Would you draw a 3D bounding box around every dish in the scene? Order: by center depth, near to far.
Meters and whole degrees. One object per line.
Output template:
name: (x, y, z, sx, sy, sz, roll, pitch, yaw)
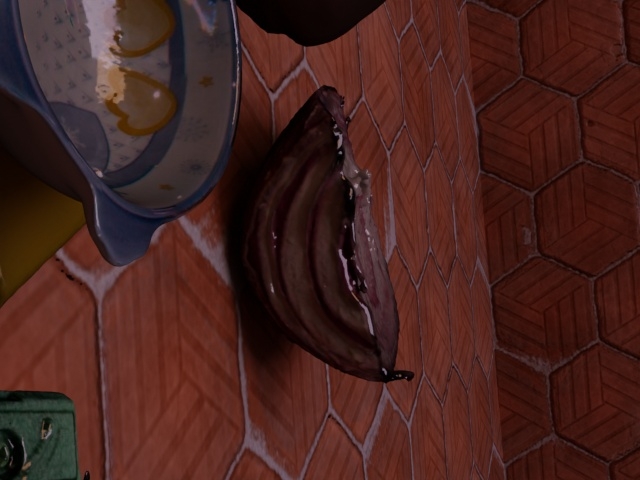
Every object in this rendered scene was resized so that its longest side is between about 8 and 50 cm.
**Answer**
dish: (-0.125, -0.116, 0.454, 0.228, 0.086, 0.236, 62, 30, -46)

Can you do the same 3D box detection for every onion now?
onion: (0.000, 0.000, 1.010, 0.280, 0.146, 0.314, -63, 137, -79)

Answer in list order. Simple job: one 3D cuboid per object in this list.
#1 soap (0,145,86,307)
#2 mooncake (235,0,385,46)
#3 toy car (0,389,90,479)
soap: (-0.180, -0.116, 0.573, 0.324, 0.096, 0.204, -62, 143, -57)
mooncake: (-0.063, -0.317, 0.738, 0.334, 0.174, 0.326, 45, -3, 1)
toy car: (-0.180, 0.238, 0.476, 0.141, 0.097, 0.320, 27, 59, -68)
